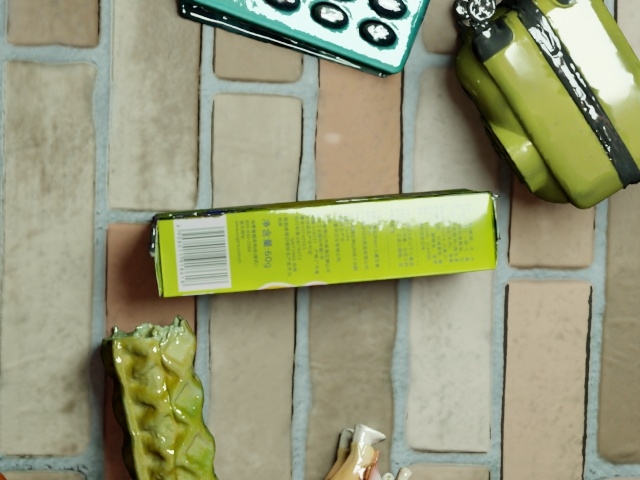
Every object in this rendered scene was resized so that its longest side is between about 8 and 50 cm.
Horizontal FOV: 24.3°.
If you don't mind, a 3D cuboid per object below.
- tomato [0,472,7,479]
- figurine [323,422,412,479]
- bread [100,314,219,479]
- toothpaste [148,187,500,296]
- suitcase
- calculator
[{"bbox_3d":[-0.357,0.280,1.345,0.195,0.136,0.195,-7,67,17],"label":"tomato"},{"bbox_3d":[0.086,0.272,1.453,0.195,0.111,0.102,32,71,-5],"label":"figurine"},{"bbox_3d":[-0.142,0.208,1.410,0.098,0.087,0.269,-11,93,17],"label":"bread"},{"bbox_3d":[0.000,0.000,1.412,0.328,0.110,0.077,-5,92,-7],"label":"toothpaste"},{"bbox_3d":[0.216,-0.142,1.392,0.143,0.194,0.235,-32,97,3],"label":"suitcase"},{"bbox_3d":[0.006,-0.310,1.421,0.248,0.058,0.274,19,92,-7],"label":"calculator"}]
